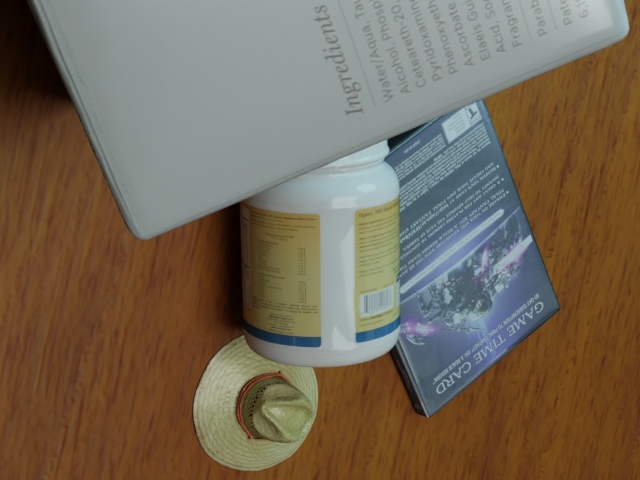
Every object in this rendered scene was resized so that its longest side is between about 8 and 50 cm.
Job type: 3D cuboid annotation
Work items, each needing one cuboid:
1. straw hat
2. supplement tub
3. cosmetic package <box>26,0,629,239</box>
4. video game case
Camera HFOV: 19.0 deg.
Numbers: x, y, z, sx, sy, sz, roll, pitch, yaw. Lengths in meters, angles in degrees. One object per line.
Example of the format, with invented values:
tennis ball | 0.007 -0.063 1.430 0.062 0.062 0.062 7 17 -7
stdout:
straw hat | -0.041 0.157 1.769 0.144 0.061 0.144 -10 108 -34
supplement tub | 0.000 0.000 1.706 0.144 0.144 0.199 -11 108 -34
cosmetic package | -0.040 -0.261 1.421 0.394 0.329 0.327 -23 116 -6
video game case | 0.125 0.012 1.879 0.196 0.026 0.274 -37 122 -24
